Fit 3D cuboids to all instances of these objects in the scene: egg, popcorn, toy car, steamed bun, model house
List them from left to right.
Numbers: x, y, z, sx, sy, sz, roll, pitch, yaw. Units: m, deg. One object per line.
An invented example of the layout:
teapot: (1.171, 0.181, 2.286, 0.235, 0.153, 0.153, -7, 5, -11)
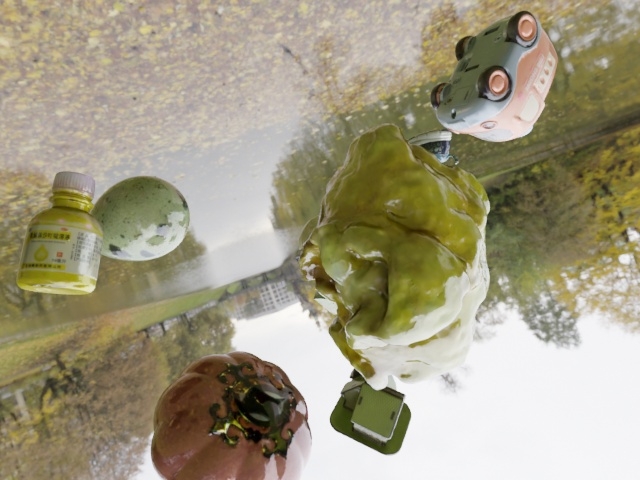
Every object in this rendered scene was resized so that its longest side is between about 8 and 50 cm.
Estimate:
egg: (-0.389, -0.041, 0.927, 0.228, 0.176, 0.177, -21, 177, 8)
steamed bun: (0.000, 0.000, 1.198, 0.129, 0.113, 0.091, -58, -151, 0)
model house: (0.168, 0.413, 1.224, 0.219, 0.278, 0.205, 20, -148, 16)
popcorn: (0.121, 0.040, 0.609, 0.294, 0.292, 0.334, -37, 138, 1)
toy car: (0.393, -0.331, 0.948, 0.270, 0.213, 0.180, -62, -157, -4)

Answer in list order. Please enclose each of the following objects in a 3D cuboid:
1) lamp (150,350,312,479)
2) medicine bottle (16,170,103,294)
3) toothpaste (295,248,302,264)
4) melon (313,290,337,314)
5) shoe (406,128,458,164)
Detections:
lamp: (-0.167, 0.364, 0.822, 0.305, 0.305, 0.239, -17, 151, -52)
medicine bottle: (-0.459, -0.015, 0.791, 0.122, 0.212, 0.122, 1, 166, 0)
toothpaste: (0.008, 0.035, 1.085, 0.040, 0.047, 0.196, -39, -164, -35)
melon: (0.083, 0.112, 0.849, 0.064, 0.209, 0.117, -8, -129, 48)
shoe: (0.162, -0.143, 0.760, 0.143, 0.071, 0.064, -18, -175, 15)
